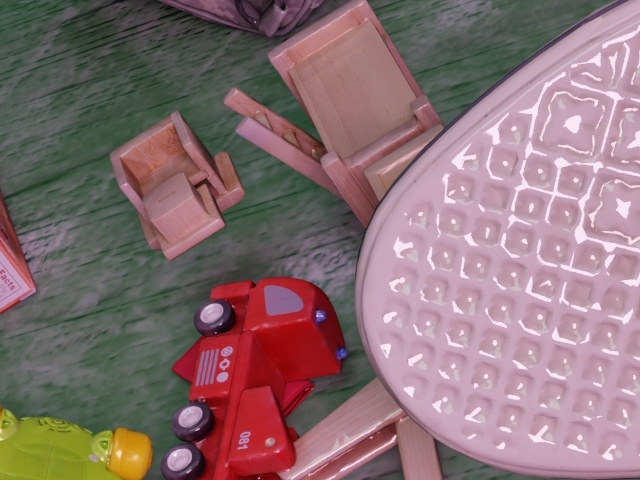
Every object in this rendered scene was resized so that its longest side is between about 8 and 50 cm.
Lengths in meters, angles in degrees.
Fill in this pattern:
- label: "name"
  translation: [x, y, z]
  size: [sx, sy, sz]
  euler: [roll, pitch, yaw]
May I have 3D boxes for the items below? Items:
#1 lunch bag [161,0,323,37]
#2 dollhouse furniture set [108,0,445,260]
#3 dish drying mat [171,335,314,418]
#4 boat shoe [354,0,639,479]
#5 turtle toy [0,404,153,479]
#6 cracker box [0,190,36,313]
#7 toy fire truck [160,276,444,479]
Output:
- label: "lunch bag"
  translation: [-0.055, -0.298, 1.130]
  size: [0.212, 0.256, 0.305]
  euler: [-40, 19, 57]
- label: "dollhouse furniture set"
  translation: [0.000, 0.000, 0.878]
  size: [0.161, 0.101, 0.182]
  euler: [-31, 38, 6]
- label: "dish drying mat"
  translation: [-0.039, 0.068, 0.902]
  size: [0.032, 0.008, 0.083]
  euler: [-47, 40, -17]
- label: "boat shoe"
  translation: [0.244, -0.057, 0.709]
  size: [0.500, 0.187, 0.156]
  euler: [-28, 2, -5]
- label: "turtle toy"
  translation: [-0.133, 0.135, 0.839]
  size: [0.095, 0.066, 0.130]
  euler: [13, 43, -7]
- label: "cracker box"
  translation: [-0.294, 0.027, 1.070]
  size: [0.232, 0.067, 0.156]
  euler: [-31, 39, -1]
- label: "toy fire truck"
  translation: [0.001, 0.090, 0.810]
  size: [0.135, 0.047, 0.192]
  euler: [-10, 44, 20]
